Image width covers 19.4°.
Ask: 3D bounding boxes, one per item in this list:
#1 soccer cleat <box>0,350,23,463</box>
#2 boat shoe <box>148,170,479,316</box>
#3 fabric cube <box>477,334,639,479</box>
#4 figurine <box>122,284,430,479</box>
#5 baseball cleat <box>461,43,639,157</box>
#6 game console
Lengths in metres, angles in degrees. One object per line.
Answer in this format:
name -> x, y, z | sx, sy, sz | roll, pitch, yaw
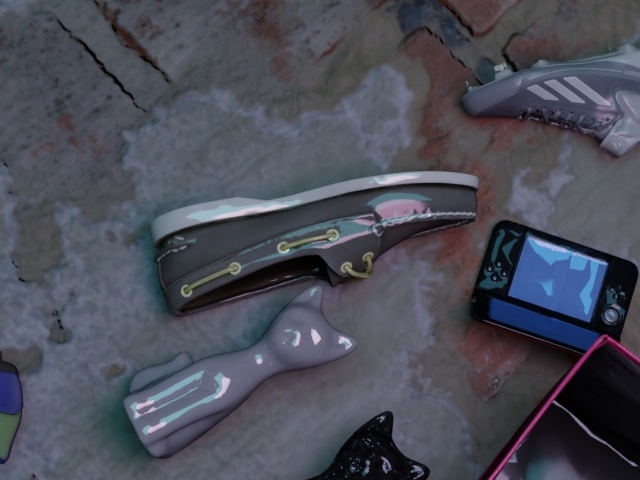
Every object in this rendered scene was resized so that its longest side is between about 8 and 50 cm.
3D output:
soccer cleat -> -0.407, 0.151, 1.643 | 0.289, 0.093, 0.121 | 0, 81, -3
boat shoe -> 0.000, 0.001, 1.706 | 0.305, 0.109, 0.091 | -10, 76, 0
fabric cube -> 0.238, 0.274, 1.564 | 0.259, 0.258, 0.254 | 38, 75, 7
figurine -> -0.041, 0.167, 1.644 | 0.209, 0.092, 0.215 | -28, 77, 1
baseball cleat -> 0.241, -0.125, 1.774 | 0.206, 0.072, 0.109 | -14, 82, -4
game console -> 0.217, 0.047, 1.715 | 0.144, 0.085, 0.124 | 19, 74, 1
